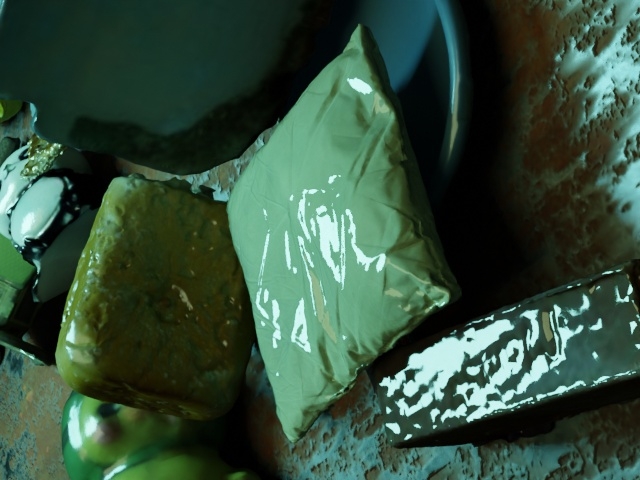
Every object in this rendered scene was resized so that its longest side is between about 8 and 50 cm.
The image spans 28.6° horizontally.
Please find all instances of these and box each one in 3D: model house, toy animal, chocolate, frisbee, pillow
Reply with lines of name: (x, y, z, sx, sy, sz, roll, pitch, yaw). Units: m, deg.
model house: (-0.422, 0.004, 1.731, 0.205, 0.218, 0.279, 86, -152, -79)
toy animal: (-0.351, -0.040, 1.597, 0.166, 0.138, 0.179, -43, 56, 6)
toy animal: (-0.173, 0.286, 1.386, 0.191, 0.216, 0.338, 99, 151, -62)
model house: (-0.178, -0.307, 1.228, 0.360, 0.297, 0.339, -67, 31, 29)
chocolate: (0.169, 0.095, 0.987, 0.321, 0.112, 0.112, -27, 72, 50)
frisbee: (0.054, -0.131, 1.148, 0.289, 0.049, 0.289, -1, 89, 57)
pillow: (0.000, -0.002, 1.101, 0.281, 0.076, 0.274, -48, 47, 46)

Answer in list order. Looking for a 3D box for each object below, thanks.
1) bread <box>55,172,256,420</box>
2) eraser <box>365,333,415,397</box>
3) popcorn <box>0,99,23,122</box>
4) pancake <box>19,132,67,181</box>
bread: (-0.159, 0.058, 1.309, 0.176, 0.195, 0.246, 137, 148, -68)
eraser: (0.070, 0.118, 1.162, 0.029, 0.052, 0.122, -47, 60, 46)
popcorn: (-0.511, -0.228, 1.762, 0.187, 0.167, 0.185, -38, 67, 44)
pancake: (-0.298, -0.181, 1.511, 0.266, 0.057, 0.244, 18, 78, 52)
